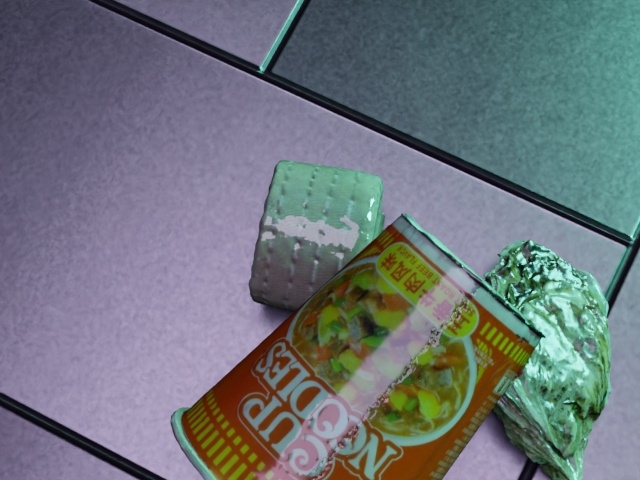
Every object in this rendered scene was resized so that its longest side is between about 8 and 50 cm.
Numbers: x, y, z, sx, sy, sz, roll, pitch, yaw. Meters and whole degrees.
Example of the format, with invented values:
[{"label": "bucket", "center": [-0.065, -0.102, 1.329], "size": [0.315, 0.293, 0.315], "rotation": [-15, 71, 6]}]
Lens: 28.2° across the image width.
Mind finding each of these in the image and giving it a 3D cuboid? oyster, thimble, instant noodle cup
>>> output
[{"label": "oyster", "center": [0.165, 0.088, 0.959], "size": [0.125, 0.064, 0.177], "rotation": [18, 66, -6]}, {"label": "thimble", "center": [0.000, 0.000, 0.969], "size": [0.090, 0.102, 0.115], "rotation": [10, 94, 4]}, {"label": "instant noodle cup", "center": [0.038, 0.103, 0.871], "size": [0.193, 0.193, 0.212], "rotation": [42, 93, 13]}]
